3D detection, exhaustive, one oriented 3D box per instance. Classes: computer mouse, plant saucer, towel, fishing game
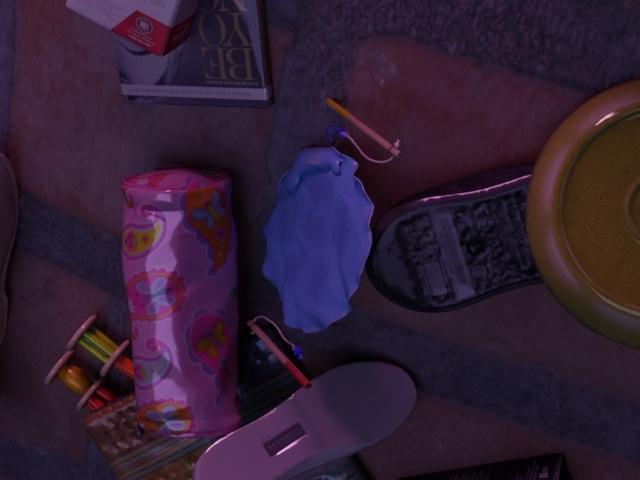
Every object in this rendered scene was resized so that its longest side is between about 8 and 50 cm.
[{"bbox_3d":[0.178,-0.004,1.046,0.272,0.072,0.188,-10,111,12],"label":"computer mouse"},{"bbox_3d":[0.293,-0.025,0.928,0.241,0.037,0.241,-1,86,18],"label":"plant saucer"},{"bbox_3d":[-0.077,0.305,1.287,0.271,0.040,0.370,-27,103,14],"label":"towel"},{"bbox_3d":[0.000,0.000,1.077,0.189,0.041,0.264,38,115,52],"label":"fishing game"}]

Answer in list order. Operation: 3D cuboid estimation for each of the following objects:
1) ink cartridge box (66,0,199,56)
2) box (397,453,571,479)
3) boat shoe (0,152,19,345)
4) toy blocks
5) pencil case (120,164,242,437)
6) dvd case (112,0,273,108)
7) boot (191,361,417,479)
[{"bbox_3d":[-0.160,-0.266,1.016,0.109,0.063,0.150,30,122,6],"label":"ink cartridge box"},{"bbox_3d":[0.184,0.337,1.191,0.207,0.108,0.153,-14,110,27],"label":"box"},{"bbox_3d":[-0.420,0.026,1.262,0.099,0.116,0.319,22,128,8],"label":"boat shoe"},{"bbox_3d":[-0.242,0.174,1.305,0.148,0.054,0.123,38,124,-1],"label":"toy blocks"},{"bbox_3d":[-0.144,0.066,1.144,0.124,0.124,0.284,3,106,20],"label":"pencil case"},{"bbox_3d":[-0.134,-0.238,1.069,0.164,0.018,0.221,5,118,19],"label":"dvd case"},{"bbox_3d":[-0.021,0.219,1.188,0.095,0.258,0.123,62,164,19],"label":"boot"}]
